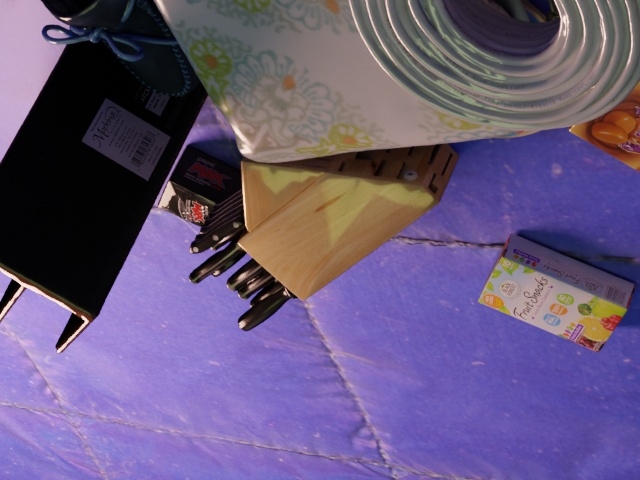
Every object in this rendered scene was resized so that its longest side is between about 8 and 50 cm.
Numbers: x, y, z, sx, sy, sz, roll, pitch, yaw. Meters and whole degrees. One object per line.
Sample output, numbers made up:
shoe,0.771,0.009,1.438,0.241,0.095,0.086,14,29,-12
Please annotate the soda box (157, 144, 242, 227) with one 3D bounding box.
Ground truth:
soda box,-0.086,-0.034,2.127,0.169,0.060,0.053,25,142,-3

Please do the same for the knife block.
knife block,0.000,0.000,2.022,0.275,0.088,0.242,8,129,15

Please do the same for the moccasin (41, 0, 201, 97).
moccasin,-0.224,-0.246,1.856,0.137,0.117,0.342,-3,139,36

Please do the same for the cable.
cable,0.145,-0.200,1.530,0.257,0.089,0.257,19,140,12

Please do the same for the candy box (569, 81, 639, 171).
candy box,0.333,-0.096,1.780,0.186,0.053,0.109,28,147,-9

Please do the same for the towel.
towel,0.000,-0.231,1.729,0.320,0.090,0.374,-3,131,35

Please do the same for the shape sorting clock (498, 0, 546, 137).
shape sorting clock,0.134,-0.167,1.813,0.206,0.040,0.206,16,147,11

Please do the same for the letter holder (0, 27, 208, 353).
letter holder,-0.265,-0.039,2.010,0.152,0.302,0.214,30,147,-10

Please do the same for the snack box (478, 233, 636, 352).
snack box,0.247,0.056,2.066,0.141,0.037,0.100,23,147,1

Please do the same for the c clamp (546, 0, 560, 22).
c clamp,0.212,-0.222,1.666,0.137,0.022,0.161,-11,150,18
